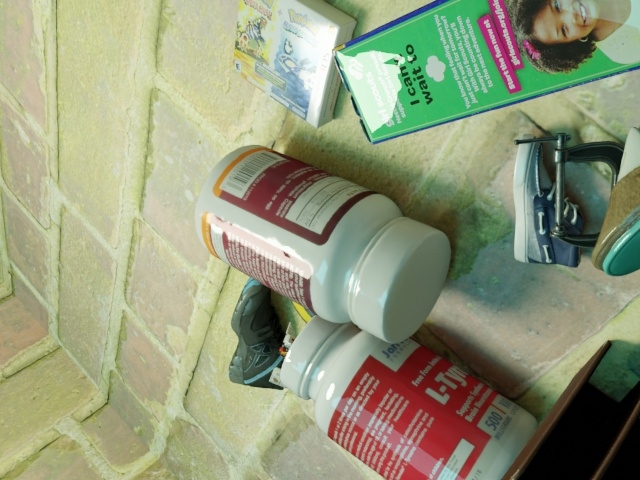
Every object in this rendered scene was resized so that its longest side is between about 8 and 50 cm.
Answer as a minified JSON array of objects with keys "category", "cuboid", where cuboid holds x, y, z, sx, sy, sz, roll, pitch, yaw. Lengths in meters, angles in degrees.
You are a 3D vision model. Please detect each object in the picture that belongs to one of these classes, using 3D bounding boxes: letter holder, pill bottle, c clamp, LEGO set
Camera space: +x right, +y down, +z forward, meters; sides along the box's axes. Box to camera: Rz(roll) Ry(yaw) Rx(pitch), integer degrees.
[{"category":"letter holder","cuboid":[0.368,0.251,0.823,0.152,0.302,0.214,37,139,22]},{"category":"pill bottle","cuboid":[0.141,0.291,1.132,0.408,0.229,0.229,31,137,21]},{"category":"c clamp","cuboid":[0.319,-0.061,0.816,0.137,0.022,0.160,-9,109,8]},{"category":"pill bottle","cuboid":[0.000,0.000,1.085,0.392,0.224,0.224,26,134,32]},{"category":"LEGO set","cuboid":[-0.003,0.270,1.406,0.183,0.060,0.244,21,143,1]}]

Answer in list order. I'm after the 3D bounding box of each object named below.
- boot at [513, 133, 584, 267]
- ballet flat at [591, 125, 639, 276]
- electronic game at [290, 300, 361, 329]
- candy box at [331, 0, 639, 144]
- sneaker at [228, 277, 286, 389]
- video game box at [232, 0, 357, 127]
[{"category":"boot","cuboid":[0.306,-0.051,0.866,0.086,0.069,0.189,8,127,28]},{"category":"ballet flat","cuboid":[0.397,-0.105,0.674,0.342,0.116,0.124,-56,42,42]},{"category":"electronic game","cuboid":[0.015,0.113,1.296,0.229,0.048,0.229,27,134,31]},{"category":"candy box","cuboid":[0.219,-0.216,0.656,0.317,0.268,0.122,-11,106,49]},{"category":"sneaker","cuboid":[-0.124,0.211,1.487,0.140,0.125,0.340,15,132,9]},{"category":"video game box","cuboid":[-0.050,-0.310,1.050,0.205,0.048,0.187,37,136,21]}]
